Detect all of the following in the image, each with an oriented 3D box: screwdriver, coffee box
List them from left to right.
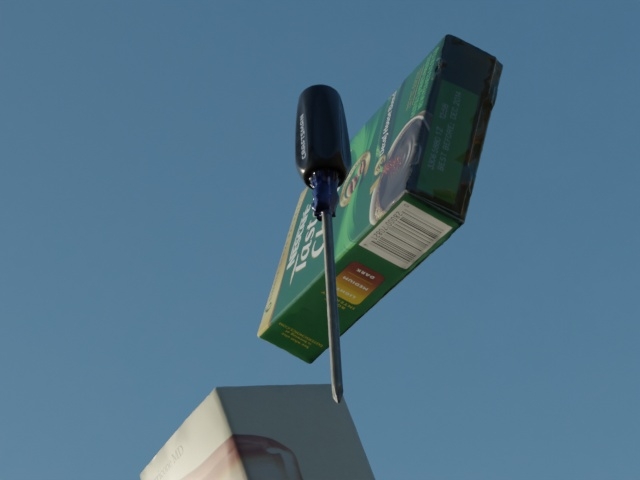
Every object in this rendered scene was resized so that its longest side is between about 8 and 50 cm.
[{"bbox_3d":[0.000,0.000,0.808,0.025,0.170,0.024,-17,-44,21],"label":"screwdriver"},{"bbox_3d":[0.030,-0.018,1.085,0.040,0.113,0.184,26,-35,-14],"label":"coffee box"}]

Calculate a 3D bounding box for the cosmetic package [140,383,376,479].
[{"bbox_3d":[-0.022,0.276,1.576,0.129,0.296,0.153,3,-39,-35],"label":"cosmetic package"}]
